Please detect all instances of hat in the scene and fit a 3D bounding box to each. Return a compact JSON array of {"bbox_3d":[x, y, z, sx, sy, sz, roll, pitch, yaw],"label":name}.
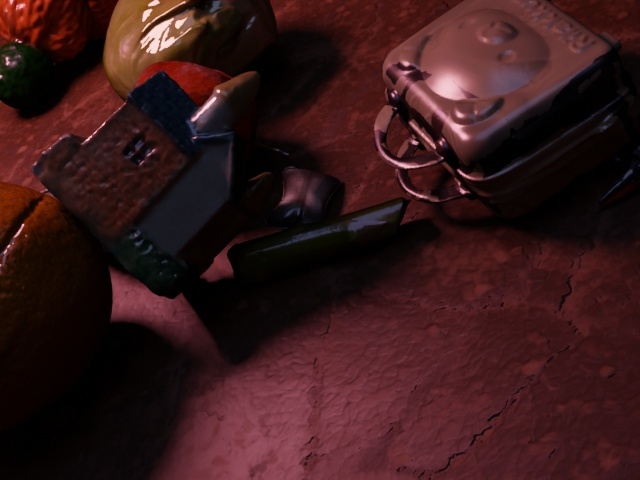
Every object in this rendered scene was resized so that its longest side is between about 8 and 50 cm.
[{"bbox_3d":[-0.583,-0.477,2.444,0.285,0.285,0.400,16,62,43],"label":"hat"}]

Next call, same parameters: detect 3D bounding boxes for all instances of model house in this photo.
[{"bbox_3d":[-0.193,-0.118,1.718,0.325,0.267,0.194,-46,-5,5],"label":"model house"}]

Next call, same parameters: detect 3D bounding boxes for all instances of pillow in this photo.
[{"bbox_3d":[-0.024,-0.059,1.790,0.091,0.055,0.136,-5,46,25],"label":"pillow"}]

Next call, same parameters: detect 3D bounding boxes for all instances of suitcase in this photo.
[{"bbox_3d":[0.234,-0.193,1.663,0.339,0.194,0.351,-34,38,-1],"label":"suitcase"}]

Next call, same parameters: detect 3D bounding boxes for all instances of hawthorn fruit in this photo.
[{"bbox_3d":[-0.180,-0.169,1.906,0.271,0.242,0.242,11,48,6],"label":"hawthorn fruit"}]

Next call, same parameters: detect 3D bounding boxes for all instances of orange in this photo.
[{"bbox_3d":[-0.464,0.101,1.685,0.322,0.322,0.357,0,55,33],"label":"orange"}]

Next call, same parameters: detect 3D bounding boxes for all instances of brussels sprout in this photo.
[{"bbox_3d":[-0.241,-0.364,2.126,0.328,0.247,0.328,-15,58,25],"label":"brussels sprout"}]

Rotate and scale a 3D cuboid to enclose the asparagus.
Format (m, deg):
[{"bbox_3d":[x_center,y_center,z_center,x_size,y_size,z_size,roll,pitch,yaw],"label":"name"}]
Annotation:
[{"bbox_3d":[0.001,0.001,1.707,0.277,0.060,0.067,-15,42,16],"label":"asparagus"}]

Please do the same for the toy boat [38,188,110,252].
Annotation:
[{"bbox_3d":[-0.342,-0.049,1.946,0.141,0.092,0.319,-26,36,-27],"label":"toy boat"}]

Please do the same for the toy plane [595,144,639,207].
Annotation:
[{"bbox_3d":[0.430,-0.110,1.549,0.189,0.061,0.130,-32,15,1],"label":"toy plane"}]
